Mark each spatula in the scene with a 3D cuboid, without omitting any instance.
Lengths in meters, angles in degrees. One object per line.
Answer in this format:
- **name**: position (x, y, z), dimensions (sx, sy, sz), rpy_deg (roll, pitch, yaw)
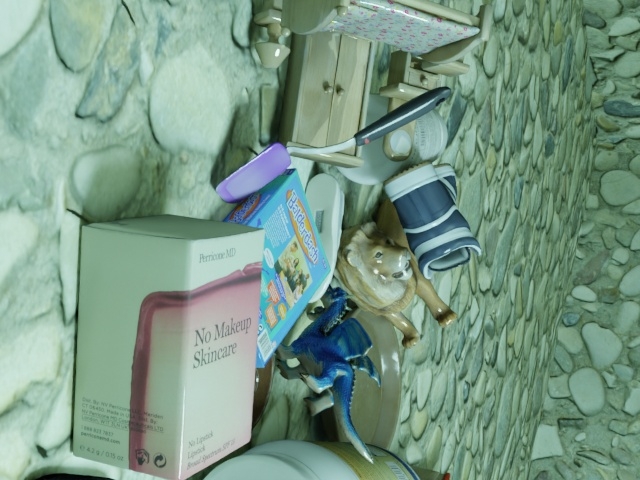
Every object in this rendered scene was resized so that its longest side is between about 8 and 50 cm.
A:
- **spatula**: position (0.017, -0.115, 1.149), dimensions (0.084, 0.296, 0.030), rpy_deg (58, 11, -72)

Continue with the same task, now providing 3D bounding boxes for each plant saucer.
- **plant saucer**: position (-0.099, 0.178, 1.234), dimensions (0.168, 0.029, 0.168), rpy_deg (7, 90, -68)
- **plant saucer**: position (0.066, 0.236, 1.578), dimensions (0.278, 0.041, 0.278), rpy_deg (8, 81, -64)

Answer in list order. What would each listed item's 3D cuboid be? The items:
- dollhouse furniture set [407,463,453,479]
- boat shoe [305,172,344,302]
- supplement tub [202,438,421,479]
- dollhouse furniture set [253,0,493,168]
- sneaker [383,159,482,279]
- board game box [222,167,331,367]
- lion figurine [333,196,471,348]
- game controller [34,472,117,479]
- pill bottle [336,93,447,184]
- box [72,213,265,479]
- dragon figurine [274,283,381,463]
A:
- **dollhouse furniture set**: position (0.210, 0.565, 1.934), dimensions (0.259, 0.135, 0.262), rpy_deg (-38, 131, -58)
- **boat shoe**: position (0.000, 0.000, 1.376), dimensions (0.063, 0.066, 0.184), rpy_deg (33, 57, -64)
- **supplement tub**: position (-0.008, 0.368, 1.236), dimensions (0.316, 0.228, 0.228), rpy_deg (24, 75, -61)
- **dollhouse furniture set**: position (0.095, -0.184, 1.144), dimensions (0.303, 0.355, 0.174), rpy_deg (9, 87, -28)
- **sneaker**: position (0.172, -0.030, 1.439), dimensions (0.153, 0.099, 0.282), rpy_deg (63, 14, 5)
- **board game box**: position (-0.067, 0.030, 1.204), dimensions (0.210, 0.047, 0.160), rpy_deg (-52, 131, -49)
- **lion figurine**: position (0.131, 0.011, 1.597), dimensions (0.240, 0.142, 0.392), rpy_deg (51, 25, -16)
- **game controller**: position (-0.256, 0.380, 0.911), dimensions (0.166, 0.067, 0.319), rpy_deg (26, 72, -51)
- **pill bottle**: position (0.112, -0.157, 1.486), dimensions (0.229, 0.131, 0.131), rpy_deg (-17, 112, -64)
- **box**: position (-0.148, 0.098, 0.970), dimensions (0.148, 0.127, 0.232), rpy_deg (-13, 109, -65)
- **dragon figurine**: position (0.030, 0.160, 1.311), dimensions (0.144, 0.289, 0.085), rpy_deg (-26, 128, -17)
